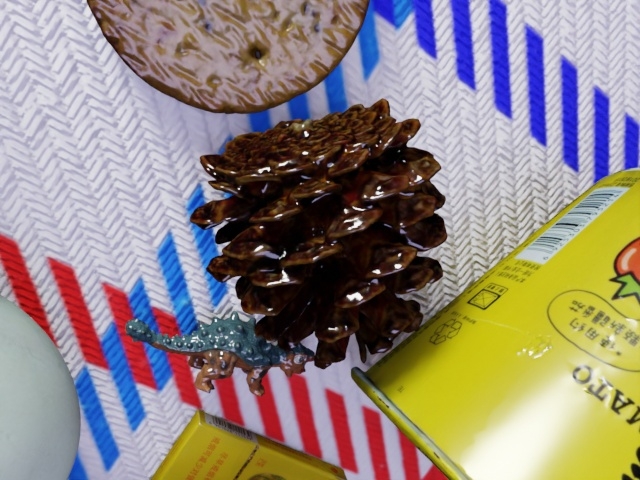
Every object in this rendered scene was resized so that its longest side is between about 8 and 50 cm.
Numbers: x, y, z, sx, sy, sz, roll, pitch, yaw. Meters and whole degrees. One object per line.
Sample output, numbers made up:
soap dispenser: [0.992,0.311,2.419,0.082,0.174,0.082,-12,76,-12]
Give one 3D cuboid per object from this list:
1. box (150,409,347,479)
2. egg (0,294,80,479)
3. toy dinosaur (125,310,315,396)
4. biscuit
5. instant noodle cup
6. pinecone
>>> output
box: [-0.061,0.211,0.555,0.155,0.023,0.087,31,97,-23]
egg: [-0.273,0.096,0.364,0.264,0.183,0.183,19,104,-15]
toy dinosaur: [-0.072,0.083,0.487,0.154,0.049,0.055,15,108,-26]
biscuit: [-0.056,-0.176,0.408,0.187,0.027,0.188,-5,112,-12]
instant noodle cup: [0.220,0.119,0.457,0.254,0.325,0.325,-46,115,-7]
pinecone: [0.007,0.004,0.419,0.162,0.163,0.165,-20,112,-7]
